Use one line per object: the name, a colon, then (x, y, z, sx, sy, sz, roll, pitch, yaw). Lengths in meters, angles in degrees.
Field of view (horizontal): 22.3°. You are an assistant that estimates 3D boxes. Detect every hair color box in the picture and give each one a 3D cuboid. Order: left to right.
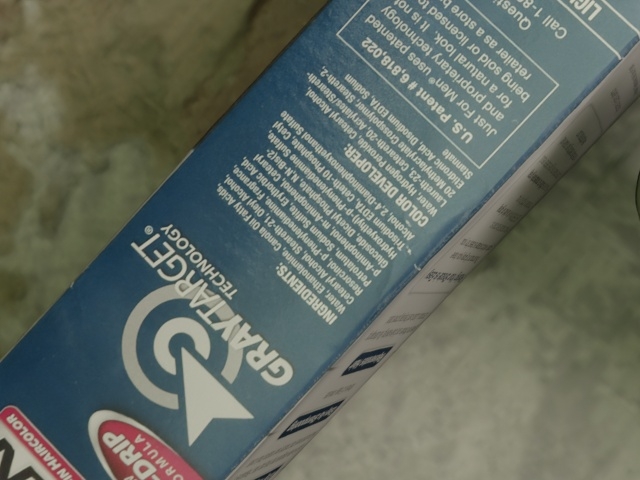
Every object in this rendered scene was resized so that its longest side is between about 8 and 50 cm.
hair color box: (0.000, 0.000, 0.699, 0.105, 0.174, 0.347, 44, 97, 10)

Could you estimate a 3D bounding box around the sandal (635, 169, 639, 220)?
sandal: (0.244, 0.047, 0.551, 0.303, 0.086, 0.120, 28, 98, -1)
